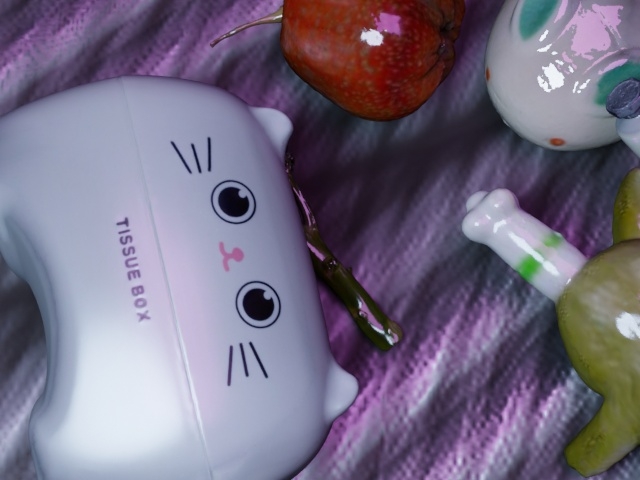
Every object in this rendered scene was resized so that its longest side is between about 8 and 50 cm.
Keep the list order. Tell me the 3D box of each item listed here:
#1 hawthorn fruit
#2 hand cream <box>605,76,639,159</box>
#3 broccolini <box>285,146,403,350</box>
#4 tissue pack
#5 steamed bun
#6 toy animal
[{"bbox_3d":[0.019,-0.192,1.216,0.203,0.162,0.163,17,70,17],"label":"hawthorn fruit"},{"bbox_3d":[0.326,-0.056,1.202,0.234,0.050,0.080,38,68,-31],"label":"hand cream"},{"bbox_3d":[-0.001,0.001,1.197,0.216,0.058,0.067,47,113,1],"label":"broccolini"},{"bbox_3d":[-0.114,0.048,1.060,0.236,0.229,0.333,-12,77,-7],"label":"tissue pack"},{"bbox_3d":[0.250,-0.183,1.239,0.228,0.131,0.177,-39,83,-19],"label":"steamed bun"},{"bbox_3d":[0.277,0.093,1.145,0.181,0.180,0.363,-27,55,-22],"label":"toy animal"}]
